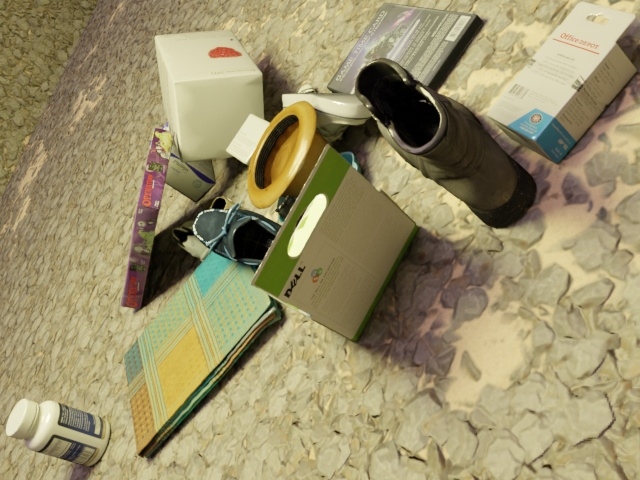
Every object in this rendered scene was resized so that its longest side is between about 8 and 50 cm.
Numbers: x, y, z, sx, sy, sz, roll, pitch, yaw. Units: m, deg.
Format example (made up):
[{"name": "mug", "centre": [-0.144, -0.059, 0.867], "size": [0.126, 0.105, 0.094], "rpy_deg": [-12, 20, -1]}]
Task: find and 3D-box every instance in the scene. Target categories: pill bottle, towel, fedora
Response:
[{"name": "pill bottle", "centre": [-0.492, 0.357, 1.265], "size": [0.094, 0.169, 0.094], "rpy_deg": [-30, 43, 32]}, {"name": "towel", "centre": [-0.224, 0.171, 1.205], "size": [0.370, 0.040, 0.271], "rpy_deg": [-48, 36, 14]}, {"name": "fedora", "centre": [-0.047, -0.134, 1.127], "size": [0.194, 0.079, 0.194], "rpy_deg": [-33, 46, 42]}]

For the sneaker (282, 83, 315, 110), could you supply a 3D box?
[{"name": "sneaker", "centre": [-0.043, -0.273, 1.336], "size": [0.083, 0.032, 0.037], "rpy_deg": [-50, 35, 10]}]

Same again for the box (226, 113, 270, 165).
[{"name": "box", "centre": [-0.100, -0.167, 1.261], "size": [0.087, 0.101, 0.102], "rpy_deg": [-56, 36, 1]}]

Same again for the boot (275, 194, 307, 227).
[{"name": "boot", "centre": [-0.022, -0.026, 1.026], "size": [0.045, 0.099, 0.121], "rpy_deg": [-48, 5, 4]}]

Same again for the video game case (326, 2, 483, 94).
[{"name": "video game case", "centre": [0.133, -0.316, 1.165], "size": [0.196, 0.026, 0.274], "rpy_deg": [-55, 34, 3]}]

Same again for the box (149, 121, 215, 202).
[{"name": "box", "centre": [-0.309, -0.174, 1.497], "size": [0.072, 0.126, 0.137], "rpy_deg": [-42, 37, 18]}]

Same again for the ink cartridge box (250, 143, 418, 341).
[{"name": "ink cartridge box", "centre": [0.000, 0.000, 0.865], "size": [0.097, 0.255, 0.189], "rpy_deg": [25, 83, 38]}]

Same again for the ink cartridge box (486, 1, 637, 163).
[{"name": "ink cartridge box", "centre": [0.306, -0.195, 0.830], "size": [0.180, 0.060, 0.104], "rpy_deg": [-51, 35, 9]}]

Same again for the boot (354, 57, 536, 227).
[{"name": "boot", "centre": [0.124, -0.167, 0.879], "size": [0.118, 0.222, 0.338], "rpy_deg": [-52, 37, 8]}]

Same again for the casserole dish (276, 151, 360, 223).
[{"name": "casserole dish", "centre": [0.001, -0.080, 1.129], "size": [0.188, 0.037, 0.114], "rpy_deg": [-16, 52, 44]}]

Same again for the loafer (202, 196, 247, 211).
[{"name": "loafer", "centre": [-0.199, -0.064, 1.345], "size": [0.148, 0.050, 0.056], "rpy_deg": [10, 71, 53]}]

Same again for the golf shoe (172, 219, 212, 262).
[{"name": "golf shoe", "centre": [-0.261, -0.013, 1.351], "size": [0.069, 0.086, 0.176], "rpy_deg": [-60, 33, -1]}]

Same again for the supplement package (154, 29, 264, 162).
[{"name": "supplement package", "centre": [-0.235, -0.312, 1.419], "size": [0.293, 0.177, 0.175], "rpy_deg": [-121, 26, -51]}]

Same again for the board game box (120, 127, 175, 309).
[{"name": "board game box", "centre": [-0.356, -0.036, 1.379], "size": [0.347, 0.056, 0.208], "rpy_deg": [117, 155, -48]}]

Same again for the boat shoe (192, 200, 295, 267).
[{"name": "boat shoe", "centre": [-0.115, -0.012, 1.100], "size": [0.258, 0.089, 0.109], "rpy_deg": [11, 83, 32]}]

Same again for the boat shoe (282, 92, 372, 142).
[{"name": "boat shoe", "centre": [0.007, -0.212, 1.181], "size": [0.267, 0.096, 0.088], "rpy_deg": [21, 116, 55]}]
